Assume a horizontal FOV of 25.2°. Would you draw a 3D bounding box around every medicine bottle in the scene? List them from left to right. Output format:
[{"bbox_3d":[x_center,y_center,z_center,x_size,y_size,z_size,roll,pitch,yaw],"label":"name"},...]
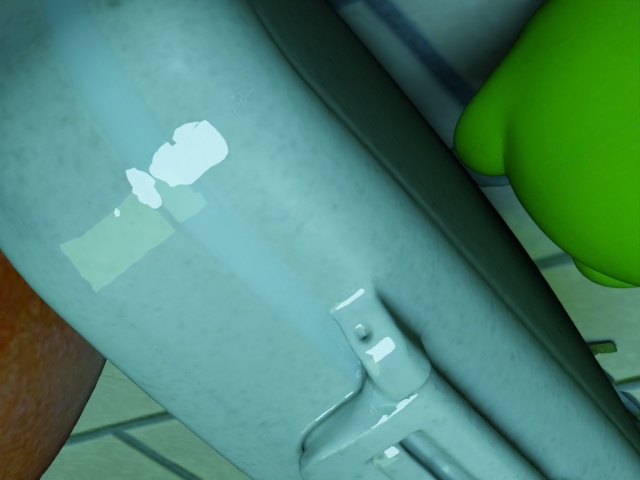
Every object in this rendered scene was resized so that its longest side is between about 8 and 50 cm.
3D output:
[{"bbox_3d":[0.000,0.000,0.579,0.123,0.282,0.375,-36,131,9],"label":"medicine bottle"}]

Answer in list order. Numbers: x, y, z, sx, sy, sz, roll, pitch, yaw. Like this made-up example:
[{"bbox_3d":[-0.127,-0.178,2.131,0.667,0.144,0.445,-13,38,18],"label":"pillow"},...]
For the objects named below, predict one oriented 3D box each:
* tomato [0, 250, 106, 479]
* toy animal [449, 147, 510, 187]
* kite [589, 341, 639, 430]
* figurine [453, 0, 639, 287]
[{"bbox_3d":[-0.243,0.014,0.648,0.321,0.321,0.321,6,146,4],"label":"tomato"},{"bbox_3d":[0.166,-0.028,0.693,0.217,0.041,0.075,6,-177,6],"label":"toy animal"},{"bbox_3d":[0.049,0.101,0.948,0.310,0.015,0.169,-9,142,25],"label":"kite"},{"bbox_3d":[0.181,-0.077,0.556,0.263,0.143,0.162,-34,123,31],"label":"figurine"}]
